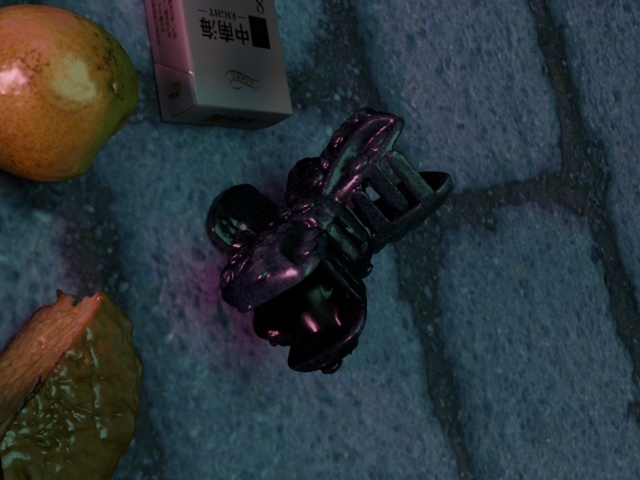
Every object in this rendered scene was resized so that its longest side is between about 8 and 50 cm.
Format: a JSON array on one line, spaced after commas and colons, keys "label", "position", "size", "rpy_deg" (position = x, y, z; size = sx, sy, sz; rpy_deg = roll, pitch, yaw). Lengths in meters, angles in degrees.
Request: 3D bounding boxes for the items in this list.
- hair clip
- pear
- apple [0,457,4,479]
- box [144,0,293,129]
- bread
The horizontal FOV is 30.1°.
[{"label": "hair clip", "position": [-0.002, -0.001, 1.314], "size": [0.194, 0.206, 0.310], "rpy_deg": [48, 52, -17]}, {"label": "pear", "position": [-0.265, -0.144, 1.125], "size": [0.178, 0.178, 0.178], "rpy_deg": [17, 65, -42]}, {"label": "apple", "position": [-0.378, 0.169, 0.683], "size": [0.374, 0.374, 0.384], "rpy_deg": [12, 71, -44]}, {"label": "box", "position": [-0.122, -0.254, 1.368], "size": [0.155, 0.067, 0.243], "rpy_deg": [1, 76, -45]}, {"label": "bread", "position": [-0.244, 0.161, 1.062], "size": [0.139, 0.143, 0.229], "rpy_deg": [59, 46, -30]}]
